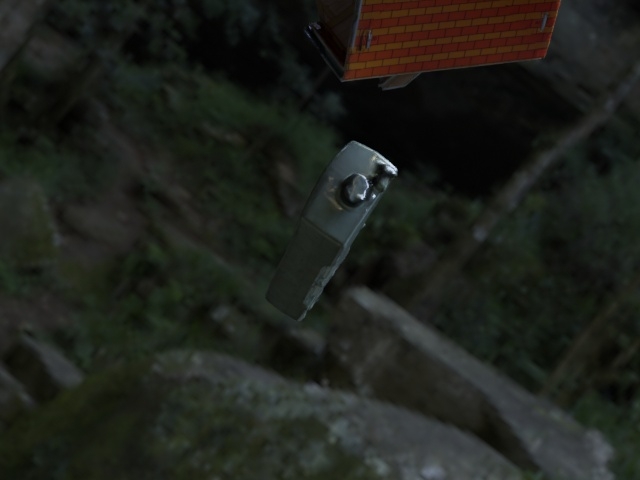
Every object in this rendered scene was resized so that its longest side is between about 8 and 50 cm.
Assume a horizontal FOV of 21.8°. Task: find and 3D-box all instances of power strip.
[{"bbox_3d":[0.002,0.002,1.362,0.048,0.080,0.286,35,-20,4],"label":"power strip"}]

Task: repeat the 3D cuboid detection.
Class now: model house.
[{"bbox_3d":[0.103,-0.220,1.355,0.207,0.294,0.154,158,-79,-68],"label":"model house"}]
